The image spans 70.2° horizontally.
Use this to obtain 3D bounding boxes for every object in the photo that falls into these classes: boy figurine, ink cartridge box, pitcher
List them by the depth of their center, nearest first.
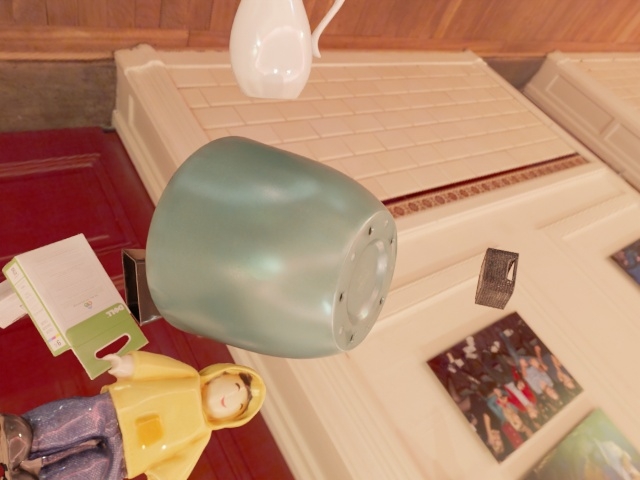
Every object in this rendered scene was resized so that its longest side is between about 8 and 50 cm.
[{"bbox_3d":[-0.186,0.209,0.507,0.285,0.177,0.092,-1,165,-43],"label":"boy figurine"},{"bbox_3d":[-0.047,-0.322,0.689,0.178,0.125,0.207,-1,109,-14],"label":"pitcher"},{"bbox_3d":[-0.377,0.105,0.709,0.062,0.209,0.109,-29,-177,34],"label":"ink cartridge box"},{"bbox_3d":[-0.524,0.108,0.758,0.063,0.029,0.115,-39,175,-27],"label":"ink cartridge box"}]

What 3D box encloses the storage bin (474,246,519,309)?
[{"bbox_3d":[0.496,0.111,1.289,0.180,0.084,0.122,66,39,-62],"label":"storage bin"}]

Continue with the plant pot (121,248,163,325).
[{"bbox_3d":[-0.478,0.121,1.350,0.167,0.187,0.188,-9,104,-33],"label":"plant pot"}]

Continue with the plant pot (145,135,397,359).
[{"bbox_3d":[-0.037,0.022,0.613,0.293,0.235,0.293,-36,134,-50],"label":"plant pot"}]
